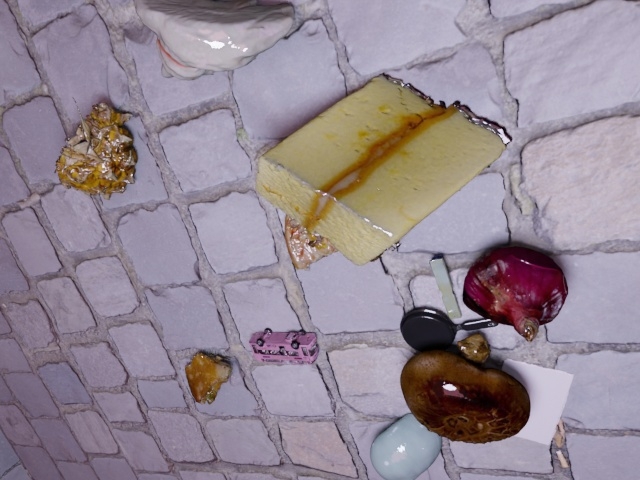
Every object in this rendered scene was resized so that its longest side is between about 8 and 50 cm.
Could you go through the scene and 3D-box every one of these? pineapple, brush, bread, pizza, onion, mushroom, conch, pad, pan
[{"bbox_3d":[-0.583,-0.202,1.142,0.161,0.158,0.334,40,120,1],"label":"pineapple"},{"bbox_3d":[0.292,0.109,1.009,0.033,0.030,0.179,-16,116,19],"label":"brush"},{"bbox_3d":[0.113,-0.156,0.940,0.405,0.242,0.346,-43,83,-10],"label":"bread"},{"bbox_3d":[0.000,0.000,1.062,0.195,0.052,0.185,1,115,21],"label":"pizza"},{"bbox_3d":[0.391,0.104,0.854,0.195,0.218,0.140,14,117,7],"label":"onion"},{"bbox_3d":[0.335,0.363,1.016,0.297,0.163,0.278,13,119,8],"label":"mushroom"},{"bbox_3d":[0.240,0.588,1.199,0.184,0.121,0.221,18,117,-20],"label":"conch"},{"bbox_3d":[0.509,0.398,1.059,0.156,0.004,0.232,11,116,17],"label":"pad"},{"bbox_3d":[-0.354,0.423,1.382,0.147,0.069,0.226,49,119,21],"label":"pizza"},{"bbox_3d":[0.305,0.216,1.040,0.235,0.028,0.136,-14,115,26],"label":"pan"}]

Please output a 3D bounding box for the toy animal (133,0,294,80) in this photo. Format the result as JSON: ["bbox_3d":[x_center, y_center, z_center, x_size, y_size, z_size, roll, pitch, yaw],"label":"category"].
[{"bbox_3d":[-0.216,-0.418,0.916,0.307,0.266,0.188,-11,133,-19],"label":"toy animal"}]

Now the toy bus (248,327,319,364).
[{"bbox_3d":[-0.103,0.303,1.229,0.203,0.063,0.090,-5,113,26],"label":"toy bus"}]
